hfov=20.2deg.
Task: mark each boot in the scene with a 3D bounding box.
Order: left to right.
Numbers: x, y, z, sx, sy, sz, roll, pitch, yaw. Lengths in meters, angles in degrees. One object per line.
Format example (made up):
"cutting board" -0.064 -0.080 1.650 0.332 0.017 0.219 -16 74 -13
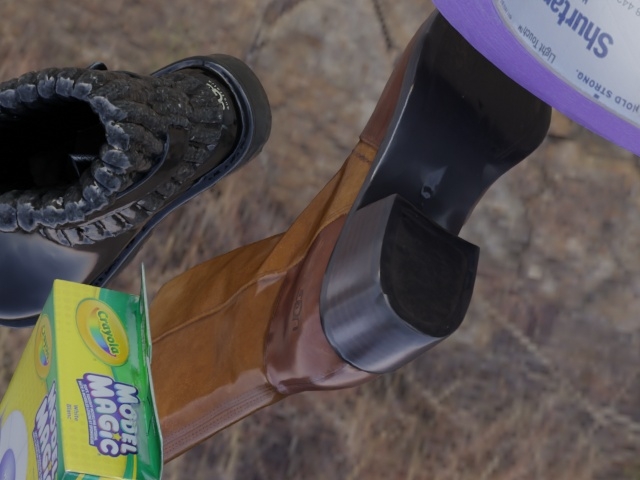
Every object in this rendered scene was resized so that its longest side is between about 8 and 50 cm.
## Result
"boot" -0.220 -0.029 1.391 0.348 0.260 0.131 -39 84 26
"boot" 0.000 0.000 1.047 0.096 0.264 0.280 31 144 -24

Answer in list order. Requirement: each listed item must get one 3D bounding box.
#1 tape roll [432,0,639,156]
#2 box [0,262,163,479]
"tape roll" 0.179 -0.113 0.808 0.274 0.090 0.275 28 170 5
"box" -0.108 0.099 0.735 0.043 0.105 0.179 13 129 -23
